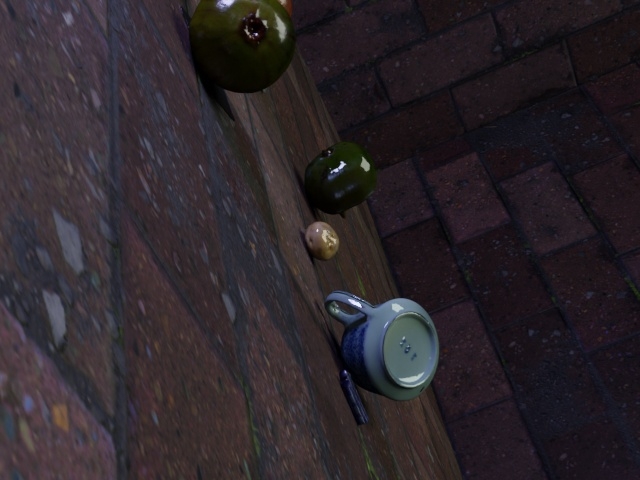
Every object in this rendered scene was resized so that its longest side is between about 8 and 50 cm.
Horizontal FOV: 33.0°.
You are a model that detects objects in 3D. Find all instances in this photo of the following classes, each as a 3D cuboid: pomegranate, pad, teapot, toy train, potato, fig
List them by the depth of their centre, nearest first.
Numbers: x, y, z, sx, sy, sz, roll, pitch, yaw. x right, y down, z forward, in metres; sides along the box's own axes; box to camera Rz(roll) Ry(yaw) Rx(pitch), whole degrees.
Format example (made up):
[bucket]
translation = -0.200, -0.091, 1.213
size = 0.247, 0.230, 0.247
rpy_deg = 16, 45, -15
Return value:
[fig]
translation = -0.124, -0.281, 1.554
size = 0.151, 0.151, 0.259
rpy_deg = 66, -12, -9
[toy train]
translation = 0.047, 0.229, 1.576
size = 0.017, 0.017, 0.083
rpy_deg = -47, 114, -76
[pad]
translation = -0.164, -0.258, 1.585
size = 0.112, 0.003, 0.157
rpy_deg = 49, 19, -73
[teapot]
translation = 0.090, 0.168, 1.698
size = 0.232, 0.159, 0.159
rpy_deg = 53, 11, -24
[potato]
translation = 0.000, 0.000, 1.859
size = 0.083, 0.062, 0.068
rpy_deg = -167, -112, -71
[pomegranate]
translation = 0.040, -0.119, 2.219
size = 0.131, 0.152, 0.191
rpy_deg = 60, -6, 14

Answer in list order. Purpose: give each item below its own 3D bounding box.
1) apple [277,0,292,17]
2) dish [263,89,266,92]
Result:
[apple]
translation = -0.125, -0.444, 2.049
size = 0.146, 0.130, 0.146
rpy_deg = 159, -90, -81
[dish]
translation = -0.124, -0.368, 2.182
size = 0.091, 0.039, 0.137
rpy_deg = -2, 68, -84
